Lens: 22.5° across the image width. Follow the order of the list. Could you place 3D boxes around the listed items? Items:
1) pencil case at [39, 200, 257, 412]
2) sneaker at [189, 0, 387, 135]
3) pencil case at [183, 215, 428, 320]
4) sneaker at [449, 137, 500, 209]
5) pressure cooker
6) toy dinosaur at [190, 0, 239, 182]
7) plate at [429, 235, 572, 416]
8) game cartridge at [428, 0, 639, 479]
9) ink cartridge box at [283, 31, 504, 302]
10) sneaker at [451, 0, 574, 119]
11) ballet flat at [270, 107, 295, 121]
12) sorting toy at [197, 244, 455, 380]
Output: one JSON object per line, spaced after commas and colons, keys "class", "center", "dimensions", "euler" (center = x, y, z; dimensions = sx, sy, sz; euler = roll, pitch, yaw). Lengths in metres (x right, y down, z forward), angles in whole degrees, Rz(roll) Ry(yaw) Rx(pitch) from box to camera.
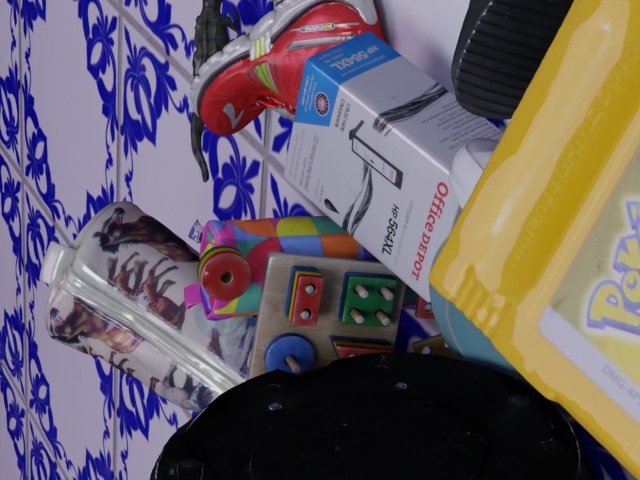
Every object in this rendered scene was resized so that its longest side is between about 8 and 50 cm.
{"class": "pencil case", "center": [-0.087, 0.124, 1.608], "dimensions": [0.410, 0.160, 0.183], "euler": [33, 179, 10]}
{"class": "sneaker", "center": [-0.035, -0.164, 1.647], "dimensions": [0.279, 0.107, 0.118], "euler": [-36, 76, 47]}
{"class": "pencil case", "center": [-0.007, 0.024, 1.536], "dimensions": [0.104, 0.236, 0.104], "euler": [179, 90, -73]}
{"class": "sneaker", "center": [0.215, -0.054, 1.207], "dimensions": [0.305, 0.114, 0.152], "euler": [23, 113, 52]}
{"class": "pressure cooker", "center": [0.057, 0.348, 1.332], "dimensions": [0.370, 0.376, 0.420], "euler": [-137, 38, -57]}
{"class": "toy dinosaur", "center": [-0.122, -0.191, 1.873], "dimensions": [0.118, 0.064, 0.268], "euler": [42, -128, -78]}
{"class": "plate", "center": [0.162, 0.072, 1.348], "dimensions": [0.188, 0.024, 0.188], "euler": [25, 131, 32]}
{"class": "game cartridge", "center": [0.233, 0.010, 0.991], "dimensions": [0.324, 0.053, 0.285], "euler": [43, 121, 32]}
{"class": "ink cartridge box", "center": [0.071, -0.067, 1.445], "dimensions": [0.203, 0.086, 0.148], "euler": [41, 139, 29]}
{"class": "sneaker", "center": [0.182, -0.245, 1.169], "dimensions": [0.330, 0.122, 0.146], "euler": [-63, 29, 27]}
{"class": "ballet flat", "center": [-0.052, -0.167, 1.779], "dimensions": [0.168, 0.052, 0.057], "euler": [42, 134, 53]}
{"class": "sorting toy", "center": [0.019, 0.085, 1.471], "dimensions": [0.046, 0.275, 0.132], "euler": [-130, 48, -68]}
